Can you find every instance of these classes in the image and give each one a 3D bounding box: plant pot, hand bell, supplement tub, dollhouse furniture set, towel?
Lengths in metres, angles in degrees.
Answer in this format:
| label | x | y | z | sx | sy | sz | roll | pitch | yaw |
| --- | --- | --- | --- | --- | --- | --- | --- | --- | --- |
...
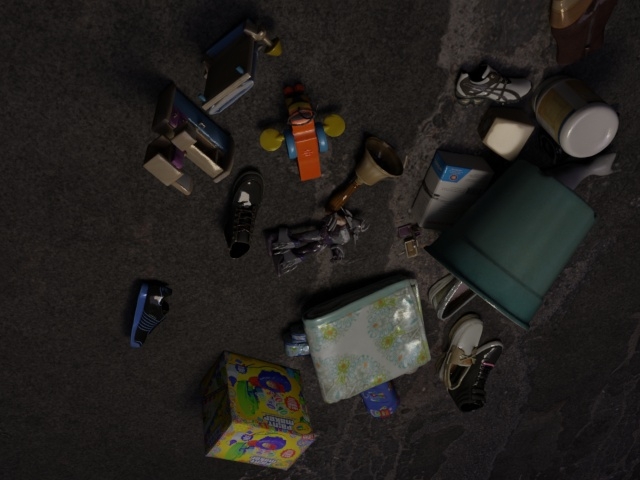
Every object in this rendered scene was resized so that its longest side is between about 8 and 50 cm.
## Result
| label | x | y | z | sx | sy | sz | roll | pitch | yaw |
| --- | --- | --- | --- | --- | --- | --- | --- | --- | --- |
| plant pot | 0.505 | -0.004 | 1.655 | 0.341 | 0.341 | 0.334 | 33 | 99 | -34 |
| hand bell | 0.090 | -0.147 | 1.676 | 0.126 | 0.126 | 0.242 | 24 | 133 | -29 |
| supplement tub | 0.626 | -0.314 | 1.592 | 0.144 | 0.200 | 0.144 | -7 | 130 | -8 |
| dollhouse furniture set | 0.285 | 0.014 | 1.850 | 0.091 | 0.081 | 0.114 | -17 | 131 | 0 |
| towel | 0.148 | 0.300 | 1.953 | 0.374 | 0.090 | 0.321 | -20 | 112 | -13 |
| plant pot | 0.467 | -0.284 | 1.646 | 0.096 | 0.109 | 0.109 | 18 | 123 | -11 |
| dollhouse furniture set | -0.184 | -0.265 | 1.365 | 0.303 | 0.286 | 0.198 | -30 | 131 | 26 |

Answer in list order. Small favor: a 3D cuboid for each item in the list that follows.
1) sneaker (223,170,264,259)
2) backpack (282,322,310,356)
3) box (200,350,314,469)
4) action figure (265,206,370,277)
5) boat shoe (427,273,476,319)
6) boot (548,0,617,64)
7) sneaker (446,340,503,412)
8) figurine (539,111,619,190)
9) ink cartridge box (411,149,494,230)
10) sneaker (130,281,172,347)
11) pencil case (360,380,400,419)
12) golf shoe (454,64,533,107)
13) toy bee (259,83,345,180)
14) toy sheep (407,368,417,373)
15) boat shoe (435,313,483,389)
| label | x | y | z | sx | sy | sz | roll | pitch | yaw |
| --- | --- | --- | --- | --- | --- | --- | --- | --- | --- |
| sneaker | -0.189 | -0.062 | 1.640 | 0.083 | 0.118 | 0.222 | 7 | 126 | -20 |
| backpack | -0.060 | 0.307 | 1.990 | 0.114 | 0.105 | 0.084 | -11 | 108 | -5 |
| box | -0.206 | 0.538 | 2.023 | 0.289 | 0.279 | 0.177 | 21 | 121 | -29 |
| action figure | 0.000 | 0.000 | 1.750 | 0.284 | 0.099 | 0.185 | -17 | 138 | 4 |
| boat shoe | 0.474 | 0.119 | 1.971 | 0.320 | 0.103 | 0.118 | -39 | 127 | 18 |
| boot | 0.656 | -0.547 | 1.506 | 0.248 | 0.090 | 0.207 | -28 | 142 | 7 |
| sneaker | 0.571 | 0.496 | 2.278 | 0.104 | 0.147 | 0.296 | 20 | 120 | -25 |
| figurine | 0.722 | -0.234 | 1.763 | 0.209 | 0.092 | 0.215 | -21 | 132 | -2 |
| ink cartridge box | 0.356 | -0.131 | 1.746 | 0.148 | 0.086 | 0.203 | 6 | 127 | -20 |
| sneaker | -0.483 | 0.220 | 1.820 | 0.090 | 0.081 | 0.232 | 12 | 124 | -14 |
| pencil case | 0.177 | 0.484 | 2.184 | 0.133 | 0.119 | 0.306 | -7 | 134 | 19 |
| golf shoe | 0.429 | -0.385 | 1.565 | 0.198 | 0.077 | 0.094 | -10 | 130 | -8 |
| toy bee | -0.034 | -0.278 | 1.506 | 0.195 | 0.162 | 0.298 | -3 | 154 | -22 |
| toy sheep | 0.295 | 0.409 | 2.175 | 0.091 | 0.091 | 0.132 | -14 | 149 | -3 |
| boat shoe | 0.489 | 0.385 | 2.193 | 0.113 | 0.103 | 0.302 | 1 | 128 | -16 |
